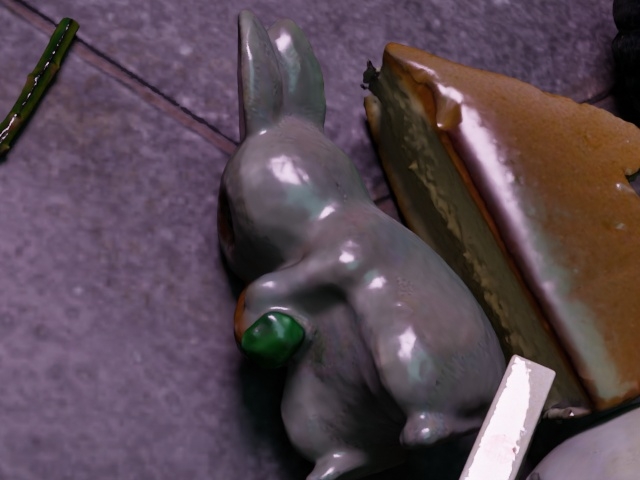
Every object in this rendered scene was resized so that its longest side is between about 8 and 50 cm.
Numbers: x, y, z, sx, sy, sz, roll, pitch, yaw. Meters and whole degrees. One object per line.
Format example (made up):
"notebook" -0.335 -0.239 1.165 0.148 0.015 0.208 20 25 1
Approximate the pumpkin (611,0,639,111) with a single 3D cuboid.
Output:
"pumpkin" 0.310 -0.155 0.645 0.220 0.220 0.162 49 25 4

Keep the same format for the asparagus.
"asparagus" -0.174 -0.064 0.525 0.016 0.016 0.163 43 55 -31

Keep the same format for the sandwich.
"sandwich" 0.121 -0.014 0.560 0.128 0.122 0.236 -17 75 -25

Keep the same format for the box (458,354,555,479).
"box" 0.076 0.133 0.454 0.024 0.167 0.090 21 58 16

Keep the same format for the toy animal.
"toy animal" 0.000 0.001 0.515 0.125 0.127 0.251 -27 73 10

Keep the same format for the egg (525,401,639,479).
"egg" 0.214 0.166 0.479 0.217 0.183 0.183 -5 69 -7
